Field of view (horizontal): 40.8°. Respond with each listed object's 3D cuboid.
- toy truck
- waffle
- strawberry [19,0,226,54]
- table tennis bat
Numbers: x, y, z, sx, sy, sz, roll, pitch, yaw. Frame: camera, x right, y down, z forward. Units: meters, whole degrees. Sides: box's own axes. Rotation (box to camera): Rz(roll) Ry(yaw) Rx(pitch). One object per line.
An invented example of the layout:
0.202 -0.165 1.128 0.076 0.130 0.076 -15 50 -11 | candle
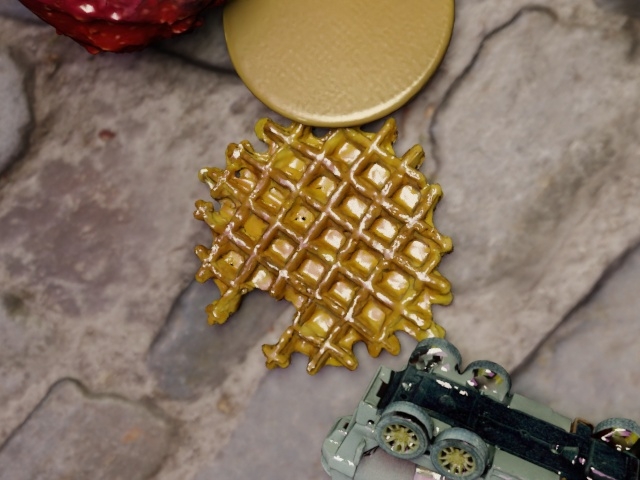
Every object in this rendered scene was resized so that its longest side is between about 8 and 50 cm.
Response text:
0.130 0.185 0.691 0.257 0.108 0.140 22 124 11 | toy truck
0.000 0.000 0.755 0.229 0.051 0.231 -8 86 13 | waffle
-0.149 -0.275 0.689 0.221 0.274 0.274 20 93 10 | strawberry
0.004 -0.252 0.744 0.199 0.050 0.320 -12 81 8 | table tennis bat
